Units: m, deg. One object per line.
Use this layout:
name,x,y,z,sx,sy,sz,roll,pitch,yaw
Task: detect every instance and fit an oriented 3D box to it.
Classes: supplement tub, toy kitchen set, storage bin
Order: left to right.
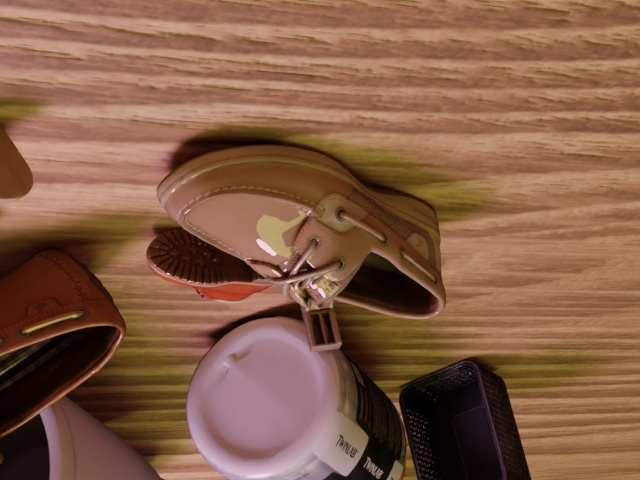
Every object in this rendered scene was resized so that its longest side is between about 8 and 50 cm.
supplement tub,-0.013,0.226,1.630,0.193,0.194,0.316,-19,152,13
toy kitchen set,0.021,0.065,1.467,0.068,0.075,0.083,-6,156,-14
storage bin,0.188,0.261,1.793,0.122,0.180,0.084,-25,151,24

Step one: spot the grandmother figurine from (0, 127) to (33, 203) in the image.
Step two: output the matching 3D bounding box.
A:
grandmother figurine,-0.387,0.022,1.193,0.207,0.104,0.342,13,141,-31

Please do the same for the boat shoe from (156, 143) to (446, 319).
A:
boat shoe,0.000,0.000,1.297,0.341,0.110,0.121,14,143,-41

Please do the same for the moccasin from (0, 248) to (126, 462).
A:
moccasin,-0.347,0.170,1.287,0.380,0.147,0.139,-33,137,-11

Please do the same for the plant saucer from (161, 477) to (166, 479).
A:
plant saucer,-0.309,0.377,1.813,0.240,0.037,0.241,-16,-171,3

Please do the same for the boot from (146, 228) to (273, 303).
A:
boot,-0.115,0.033,1.374,0.157,0.059,0.084,9,151,-37

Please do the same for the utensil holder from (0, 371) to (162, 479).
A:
utensil holder,-0.357,0.310,1.517,0.327,0.328,0.385,-16,155,8
